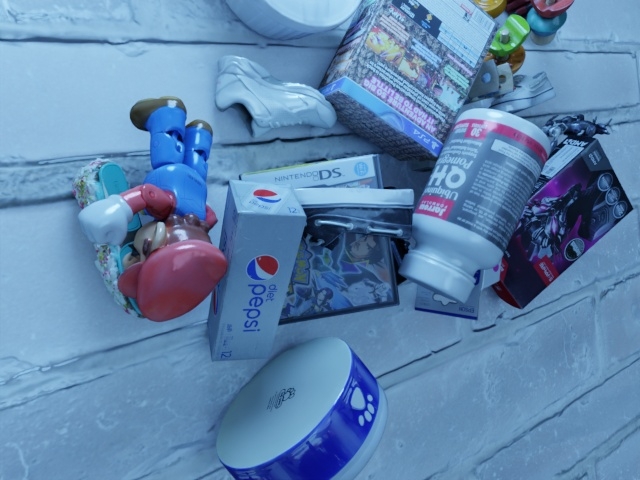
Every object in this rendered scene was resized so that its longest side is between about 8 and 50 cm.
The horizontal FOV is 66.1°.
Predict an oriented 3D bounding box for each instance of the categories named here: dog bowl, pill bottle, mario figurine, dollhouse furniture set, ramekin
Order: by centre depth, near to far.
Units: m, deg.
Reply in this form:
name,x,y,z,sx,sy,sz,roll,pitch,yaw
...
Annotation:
name,x,y,z,sx,sy,sz,roll,pitch,yaw
mario figurine,-0.234,-0.039,0.698,0.198,0.170,0.321,9,59,-28
dog bowl,-0.031,0.281,0.783,0.265,0.265,0.104,-44,109,-25
ramekin,-0.061,-0.480,0.851,0.272,0.127,0.273,1,89,-32
pill bottle,0.266,-0.057,0.883,0.176,0.176,0.319,28,86,-29
dollhouse furniture set,0.359,-0.288,1.093,0.129,0.129,0.184,-22,101,-52

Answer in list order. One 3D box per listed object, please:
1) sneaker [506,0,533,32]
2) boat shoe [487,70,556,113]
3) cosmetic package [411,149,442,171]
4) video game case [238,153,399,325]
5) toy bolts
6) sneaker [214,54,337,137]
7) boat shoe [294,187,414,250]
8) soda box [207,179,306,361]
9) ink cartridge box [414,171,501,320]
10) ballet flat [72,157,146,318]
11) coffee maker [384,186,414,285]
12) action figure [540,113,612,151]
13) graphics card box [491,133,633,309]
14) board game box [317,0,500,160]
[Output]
name,x,y,z,sx,sy,sz,roll,pitch,yaw
sneaker,0.483,-0.652,1.216,0.276,0.097,0.135,33,73,-30
boat shoe,0.498,-0.369,1.226,0.267,0.096,0.088,-24,98,-31
cosmetic package,0.234,-0.211,1.076,0.041,0.060,0.115,3,86,-32
video game case,0.000,0.000,0.875,0.248,0.035,0.275,-9,95,-4
toy bolts,0.466,-0.514,1.184,0.228,0.158,0.218,-27,66,5
sneaker,-0.083,-0.228,0.870,0.232,0.090,0.115,16,88,-22
boat shoe,0.007,-0.034,0.807,0.301,0.108,0.102,-1,94,-11
soda box,-0.106,0.054,0.747,0.098,0.091,0.286,1,125,-21
ink cartridge box,0.302,-0.023,1.048,0.069,0.175,0.371,15,82,-33
ballet flat,-0.303,0.001,0.727,0.091,0.077,0.241,-20,98,-65
coffee maker,0.096,0.005,0.969,0.171,0.120,0.178,-23,102,-4
action figure,0.600,-0.243,1.248,0.275,0.164,0.141,-13,122,-14
graphics card box,0.533,-0.041,1.165,0.371,0.094,0.233,-42,113,-1
board game box,0.161,-0.337,0.939,0.232,0.141,0.291,28,85,-22
